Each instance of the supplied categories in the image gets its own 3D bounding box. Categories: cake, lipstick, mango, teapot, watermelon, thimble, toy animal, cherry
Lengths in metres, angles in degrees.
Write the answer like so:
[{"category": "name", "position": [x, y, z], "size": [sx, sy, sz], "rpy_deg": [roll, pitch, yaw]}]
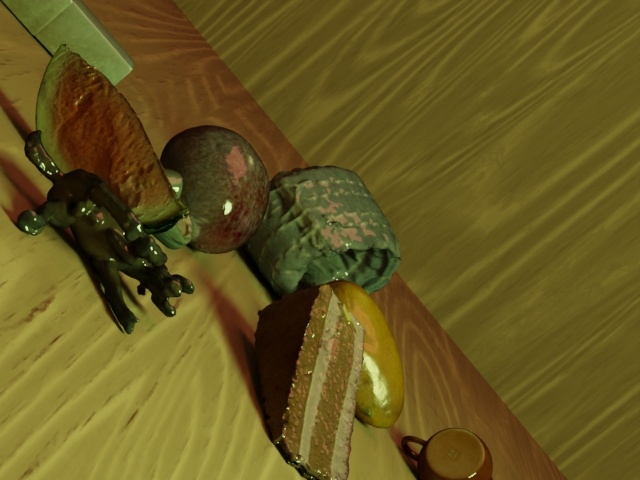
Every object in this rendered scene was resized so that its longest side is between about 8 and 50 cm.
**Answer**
[{"category": "cake", "position": [-0.006, 0.163, 1.650], "size": [0.116, 0.113, 0.295], "rpy_deg": [40, 25, -26]}, {"category": "lipstick", "position": [-0.404, -0.356, 1.936], "size": [0.371, 0.076, 0.080], "rpy_deg": [49, 7, -17]}, {"category": "mango", "position": [0.050, 0.162, 2.028], "size": [0.147, 0.109, 0.227], "rpy_deg": [14, 52, -62]}, {"category": "teapot", "position": [0.194, 0.338, 2.098], "size": [0.173, 0.116, 0.116], "rpy_deg": [25, -3, 21]}, {"category": "watermelon", "position": [-0.230, -0.092, 1.511], "size": [0.245, 0.119, 0.063], "rpy_deg": [53, 19, 20]}, {"category": "thimble", "position": [0.000, 0.000, 2.137], "size": [0.172, 0.205, 0.236], "rpy_deg": [56, 8, 30]}, {"category": "toy animal", "position": [-0.214, -0.001, 1.387], "size": [0.233, 0.084, 0.148], "rpy_deg": [47, -4, -20]}, {"category": "cherry", "position": [-0.140, -0.069, 1.876], "size": [0.176, 0.140, 0.176], "rpy_deg": [-25, 90, -84]}]

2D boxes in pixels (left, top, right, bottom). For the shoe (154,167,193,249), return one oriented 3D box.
[{"category": "shoe", "position": [-0.199, -0.065, 1.699], "size": [0.195, 0.078, 0.079], "rpy_deg": [51, 20, -41]}]
